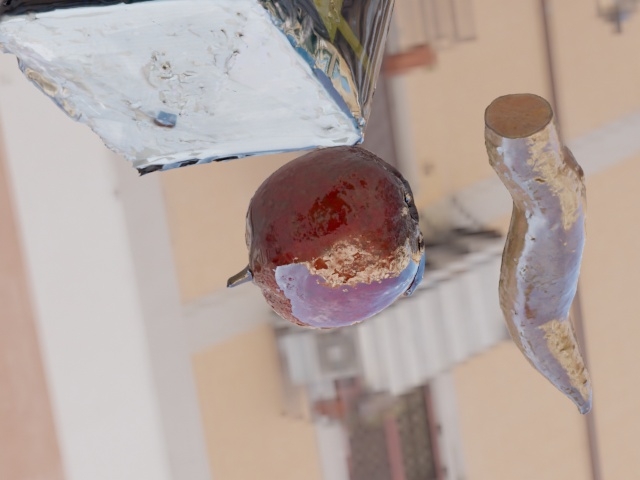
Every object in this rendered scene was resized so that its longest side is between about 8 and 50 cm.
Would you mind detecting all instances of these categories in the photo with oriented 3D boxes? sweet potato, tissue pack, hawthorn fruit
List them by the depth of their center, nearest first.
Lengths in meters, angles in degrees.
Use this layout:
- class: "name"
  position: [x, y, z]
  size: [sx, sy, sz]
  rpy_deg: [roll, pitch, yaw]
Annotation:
- class: "sweet potato"
  position: [0.157, 0.013, 1.383]
  size: [0.067, 0.281, 0.059]
  rpy_deg: [5, -133, 15]
- class: "tissue pack"
  position: [-0.074, -0.288, 1.627]
  size: [0.264, 0.253, 0.417]
  rpy_deg: [-3, -120, 29]
- class: "hawthorn fruit"
  position: [0.000, 0.000, 2.353]
  size: [0.249, 0.215, 0.215]
  rpy_deg: [-23, -166, 5]
